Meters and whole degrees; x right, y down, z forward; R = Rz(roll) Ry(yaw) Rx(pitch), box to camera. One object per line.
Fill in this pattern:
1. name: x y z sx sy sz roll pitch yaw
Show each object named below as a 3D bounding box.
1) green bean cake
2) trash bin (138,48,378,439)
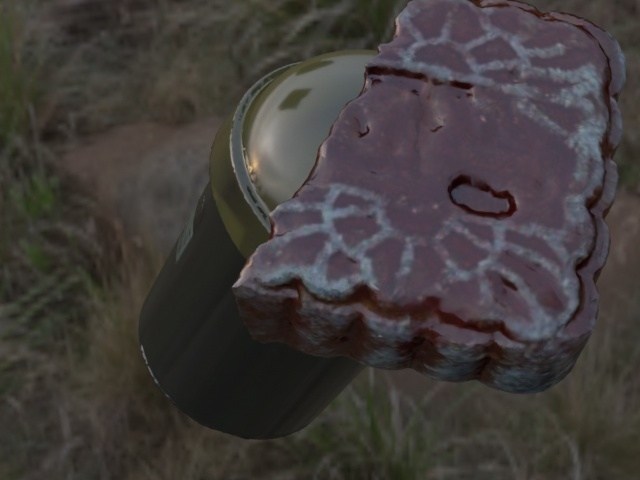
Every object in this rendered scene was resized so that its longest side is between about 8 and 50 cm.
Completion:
1. green bean cake: 0.073 -0.036 0.944 0.199 0.097 0.232 14 66 2
2. trash bin: 0.000 0.000 1.227 0.214 0.334 0.214 15 48 -17
